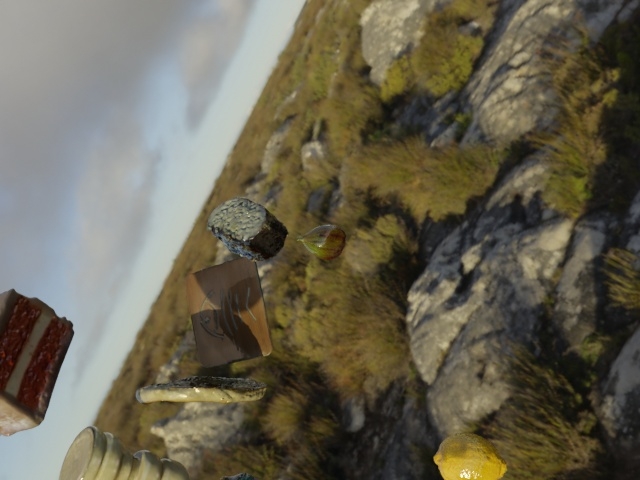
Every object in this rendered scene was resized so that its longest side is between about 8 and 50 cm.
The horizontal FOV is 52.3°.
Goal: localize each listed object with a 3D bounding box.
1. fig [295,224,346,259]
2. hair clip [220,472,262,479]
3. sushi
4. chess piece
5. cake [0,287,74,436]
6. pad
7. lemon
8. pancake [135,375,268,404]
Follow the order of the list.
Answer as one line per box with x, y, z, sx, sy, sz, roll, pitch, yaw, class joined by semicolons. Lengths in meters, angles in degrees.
0.000;0.000;1.992;0.103;0.155;0.109;126;155;-55;fig
-0.178;0.783;1.920;0.096;0.358;0.110;-22;36;10;hair clip
-0.122;-0.019;1.111;0.150;0.078;0.090;16;62;48;sushi
-0.461;0.577;1.589;0.167;0.300;0.167;-36;37;34;chess piece
-0.780;0.296;1.582;0.230;0.237;0.308;-21;42;20;cake
-0.269;0.207;1.864;0.284;0.018;0.286;-18;79;32;pad
0.380;0.562;1.645;0.142;0.187;0.142;10;-90;-90;lemon
-0.319;0.402;1.748;0.356;0.356;0.065;160;111;-75;pancake
